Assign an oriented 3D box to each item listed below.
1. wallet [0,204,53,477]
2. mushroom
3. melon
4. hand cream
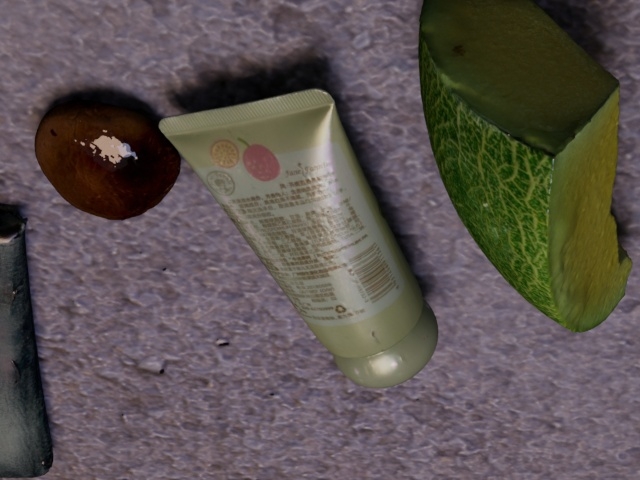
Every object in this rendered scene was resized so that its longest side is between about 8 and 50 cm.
[{"bbox_3d":[-0.344,0.098,1.723,0.191,0.046,0.379,5,139,1],"label":"wallet"},{"bbox_3d":[-0.170,-0.061,1.505,0.123,0.052,0.123,7,142,6],"label":"mushroom"},{"bbox_3d":[0.162,-0.030,1.416,0.124,0.196,0.323,-26,140,-3],"label":"melon"},{"bbox_3d":[0.000,0.000,1.518,0.147,0.093,0.306,-8,136,26],"label":"hand cream"}]
